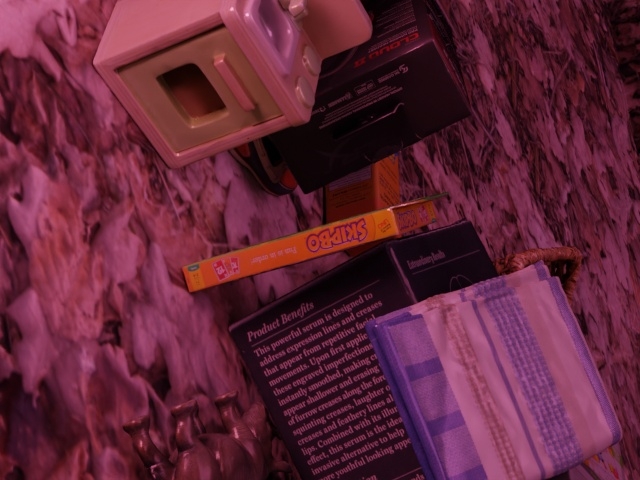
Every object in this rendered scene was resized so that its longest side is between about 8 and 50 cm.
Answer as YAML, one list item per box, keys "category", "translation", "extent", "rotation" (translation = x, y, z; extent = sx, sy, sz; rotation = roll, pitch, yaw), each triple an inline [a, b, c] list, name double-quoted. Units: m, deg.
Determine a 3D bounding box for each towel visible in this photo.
- category: "towel"
  translation: [0.177, 0.142, 1.452]
  extent: [0.285, 0.034, 0.209]
  rotation: [-14, 78, -44]

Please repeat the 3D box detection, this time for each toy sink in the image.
- category: "toy sink"
  translation: [-0.084, -0.192, 1.482]
  extent: [0.153, 0.234, 0.131]
  rotation: [56, 28, -33]

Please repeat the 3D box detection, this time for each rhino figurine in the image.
- category: "rhino figurine"
  translation: [-0.092, 0.201, 1.380]
  extent: [0.243, 0.073, 0.106]
  rotation: [0, 69, -67]

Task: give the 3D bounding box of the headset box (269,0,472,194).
- category: "headset box"
  translation: [0.050, -0.190, 1.722]
  extent: [0.110, 0.218, 0.293]
  rotation: [58, 15, -26]

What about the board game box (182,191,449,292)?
- category: "board game box"
  translation: [0.000, 0.000, 1.490]
  extent: [0.124, 0.259, 0.039]
  rotation: [-18, 89, -67]

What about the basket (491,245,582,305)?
- category: "basket"
  translation: [0.243, 0.138, 1.972]
  extent: [0.299, 0.223, 0.213]
  rotation: [1, 73, -66]

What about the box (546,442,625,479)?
- category: "box"
  translation: [0.281, 0.238, 1.576]
  extent: [0.145, 0.038, 0.186]
  rotation: [48, 25, -29]

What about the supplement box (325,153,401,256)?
- category: "supplement box"
  translation: [0.054, -0.099, 1.913]
  extent: [0.078, 0.080, 0.233]
  rotation: [48, 31, -47]

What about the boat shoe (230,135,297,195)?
- category: "boat shoe"
  translation: [-0.059, -0.095, 1.704]
  extent: [0.137, 0.043, 0.049]
  rotation: [43, 34, -50]

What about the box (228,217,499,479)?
- category: "box"
  translation: [0.123, 0.203, 1.607]
  extent: [0.395, 0.212, 0.293]
  rotation: [64, 23, 6]
